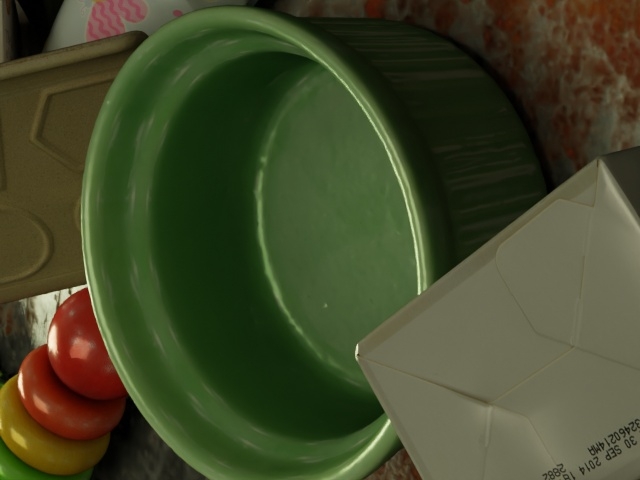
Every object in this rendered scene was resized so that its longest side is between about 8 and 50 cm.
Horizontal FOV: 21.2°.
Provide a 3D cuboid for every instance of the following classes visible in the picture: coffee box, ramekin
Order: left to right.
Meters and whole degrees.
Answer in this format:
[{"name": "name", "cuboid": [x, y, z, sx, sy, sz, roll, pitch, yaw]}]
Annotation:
[{"name": "ramekin", "cuboid": [0.000, 0.000, 1.081, 0.303, 0.148, 0.303, 12, 107, 42]}, {"name": "coffee box", "cuboid": [0.185, 0.028, 0.797, 0.168, 0.297, 0.119, -40, 72, 41]}]

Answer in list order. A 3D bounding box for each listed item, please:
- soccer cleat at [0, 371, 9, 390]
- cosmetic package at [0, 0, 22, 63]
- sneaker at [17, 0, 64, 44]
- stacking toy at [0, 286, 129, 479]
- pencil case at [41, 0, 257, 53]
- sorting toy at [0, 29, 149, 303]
[{"name": "soccer cleat", "cuboid": [-0.338, 0.092, 1.514, 0.179, 0.060, 0.072, 53, 132, 20]}, {"name": "cosmetic package", "cuboid": [-0.257, -0.143, 1.284, 0.239, 0.060, 0.099, 146, 121, -81]}, {"name": "sneaker", "cuboid": [-0.170, -0.226, 1.270, 0.087, 0.130, 0.227, 53, 158, 18]}, {"name": "stacking toy", "cuboid": [-0.223, 0.161, 1.377, 0.141, 0.141, 0.330, 53, 124, 24]}, {"name": "pencil case", "cuboid": [-0.137, -0.126, 1.225, 0.124, 0.113, 0.273, 42, 127, 15]}, {"name": "sorting toy", "cuboid": [-0.240, -0.036, 1.198, 0.229, 0.307, 0.041, 73, -174, -47]}]
